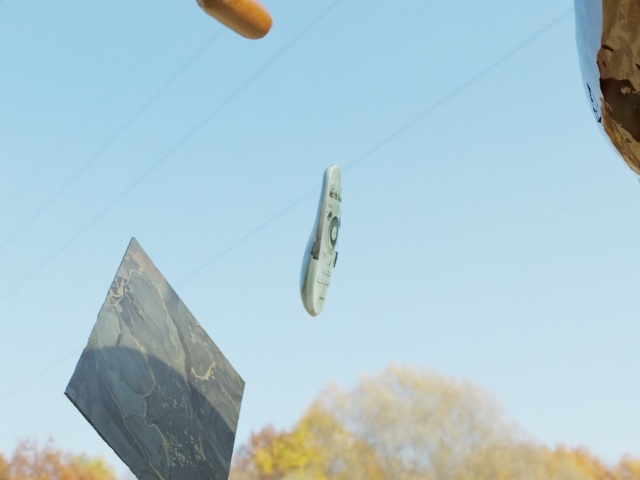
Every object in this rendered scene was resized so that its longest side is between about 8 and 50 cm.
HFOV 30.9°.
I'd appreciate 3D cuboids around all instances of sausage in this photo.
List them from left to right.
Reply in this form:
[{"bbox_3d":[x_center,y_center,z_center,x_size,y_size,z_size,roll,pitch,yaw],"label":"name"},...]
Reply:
[{"bbox_3d":[-0.150,-0.398,1.971,0.076,0.076,0.197,-15,-15,24],"label":"sausage"}]

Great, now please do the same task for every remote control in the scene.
[{"bbox_3d":[0.002,0.000,1.925,0.045,0.256,0.097,9,-8,17],"label":"remote control"}]

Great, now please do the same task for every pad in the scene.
[{"bbox_3d":[-0.169,0.162,1.289,0.007,0.367,0.247,-30,-71,13],"label":"pad"}]

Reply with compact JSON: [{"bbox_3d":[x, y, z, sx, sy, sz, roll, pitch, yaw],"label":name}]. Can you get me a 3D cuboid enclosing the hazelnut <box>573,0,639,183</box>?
[{"bbox_3d":[0.357,-0.209,0.870,0.353,0.421,0.421,12,-21,1],"label":"hazelnut"}]
